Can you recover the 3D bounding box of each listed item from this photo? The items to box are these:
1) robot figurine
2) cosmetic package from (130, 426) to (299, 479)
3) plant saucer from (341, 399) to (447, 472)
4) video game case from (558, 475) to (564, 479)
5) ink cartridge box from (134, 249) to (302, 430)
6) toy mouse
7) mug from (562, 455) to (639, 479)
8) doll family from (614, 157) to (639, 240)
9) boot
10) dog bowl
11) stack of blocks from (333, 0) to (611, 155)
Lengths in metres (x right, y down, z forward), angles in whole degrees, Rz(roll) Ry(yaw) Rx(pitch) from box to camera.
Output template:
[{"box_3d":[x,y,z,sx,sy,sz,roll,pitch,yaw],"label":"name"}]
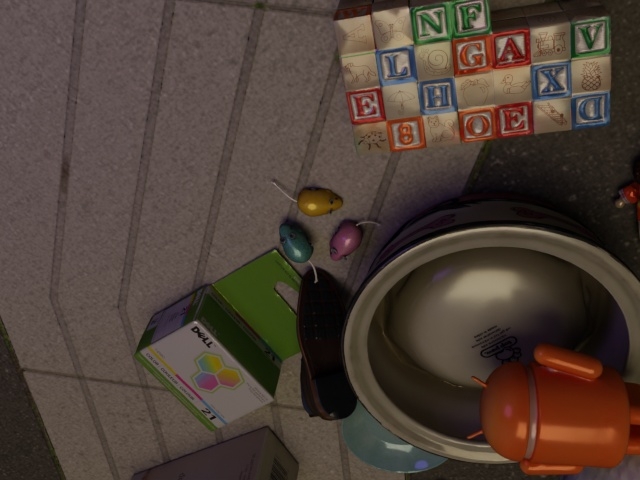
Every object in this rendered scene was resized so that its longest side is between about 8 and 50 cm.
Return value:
[{"box_3d":[0.295,0.212,0.951,0.219,0.128,0.158,2,150,5],"label":"robot figurine"},{"box_3d":[-0.202,0.457,1.330,0.309,0.160,0.113,-24,115,20],"label":"cosmetic package"},{"box_3d":[0.132,0.302,1.257,0.195,0.037,0.195,4,123,6],"label":"plant saucer"},{"box_3d":[0.496,0.492,1.203,0.275,0.248,0.035,31,126,-12],"label":"video game case"},{"box_3d":[-0.120,0.154,1.162,0.255,0.097,0.189,-30,114,24],"label":"ink cartridge box"},{"box_3d":[0.000,0.000,1.071,0.161,0.031,0.143,8,110,-3],"label":"toy mouse"},{"box_3d":[0.497,0.376,1.011,0.276,0.374,0.328,24,138,-18],"label":"mug"},{"box_3d":[0.490,-0.042,0.919,0.263,0.118,0.163,-5,122,26],"label":"doll family"},{"box_3d":[-0.010,0.158,1.128,0.082,0.219,0.106,-1,162,-23],"label":"boot"},{"box_3d":[0.236,0.113,1.058,0.408,0.150,0.408,3,122,5],"label":"dog bowl"},{"box_3d":[0.177,-0.210,0.896,0.297,0.087,0.171,-5,121,11],"label":"stack of blocks"}]
